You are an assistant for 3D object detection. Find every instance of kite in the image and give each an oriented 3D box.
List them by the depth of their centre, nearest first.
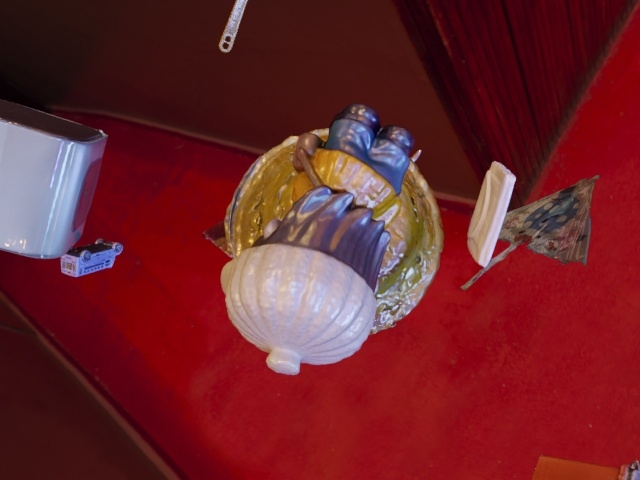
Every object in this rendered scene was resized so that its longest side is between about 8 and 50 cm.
[{"bbox_3d":[0.426,-0.018,1.017,0.368,0.014,0.406,-40,13,0],"label":"kite"}]

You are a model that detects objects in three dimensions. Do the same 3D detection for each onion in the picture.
[{"bbox_3d":[-0.158,0.009,1.501,0.280,0.314,0.146,29,96,34],"label":"onion"}]

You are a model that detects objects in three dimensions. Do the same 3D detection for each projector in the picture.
[{"bbox_3d":[-0.606,-0.132,1.029,0.248,0.249,0.249,-121,50,-70],"label":"projector"}]

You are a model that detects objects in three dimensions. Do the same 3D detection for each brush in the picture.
[{"bbox_3d":[-0.226,-0.663,1.416,0.013,0.103,0.272,46,118,43],"label":"brush"}]

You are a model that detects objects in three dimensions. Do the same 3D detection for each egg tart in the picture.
[{"bbox_3d":[0.037,-0.031,0.956,0.443,0.178,0.443,2,76,-8],"label":"egg tart"}]

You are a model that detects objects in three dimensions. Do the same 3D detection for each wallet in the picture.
[{"bbox_3d":[0.312,-0.050,0.934,0.124,0.032,0.182,-83,4,-67],"label":"wallet"}]

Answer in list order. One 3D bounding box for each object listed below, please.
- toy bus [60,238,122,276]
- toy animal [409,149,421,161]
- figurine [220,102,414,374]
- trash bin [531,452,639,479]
[{"bbox_3d":[-0.625,0.045,1.376,0.073,0.167,0.076,12,104,20],"label":"toy bus"},{"bbox_3d":[0.243,-0.300,1.824,0.185,0.104,0.184,38,98,12],"label":"toy animal"},{"bbox_3d":[0.010,-0.008,0.613,0.332,0.185,0.204,-62,12,0],"label":"figurine"},{"bbox_3d":[0.652,0.614,1.219,0.239,0.161,0.184,-2,35,47],"label":"trash bin"}]
